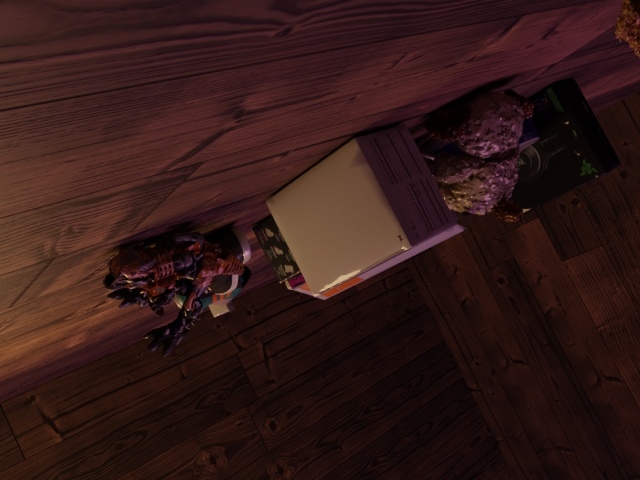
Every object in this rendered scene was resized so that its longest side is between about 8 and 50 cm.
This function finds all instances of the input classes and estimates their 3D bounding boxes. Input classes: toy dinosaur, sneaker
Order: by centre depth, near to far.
[{"bbox_3d":[-0.242,0.070,1.296,0.322,0.164,0.218,15,122,-40],"label":"toy dinosaur"},{"bbox_3d":[-0.248,0.063,1.552,0.147,0.104,0.296,-23,169,-24],"label":"sneaker"},{"bbox_3d":[-0.280,0.108,1.923,0.121,0.108,0.302,-42,170,16],"label":"sneaker"}]

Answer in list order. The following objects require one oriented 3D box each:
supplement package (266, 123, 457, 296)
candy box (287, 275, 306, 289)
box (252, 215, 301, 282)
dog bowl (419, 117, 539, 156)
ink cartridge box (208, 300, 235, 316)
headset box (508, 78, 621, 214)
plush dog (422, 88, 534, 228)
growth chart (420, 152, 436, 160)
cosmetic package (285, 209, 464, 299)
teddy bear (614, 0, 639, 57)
[{"bbox_3d":[0.066,-0.050,1.322,0.145,0.204,0.262,-23,175,-46],"label":"supplement package"},{"bbox_3d":[0.000,0.000,1.822,0.234,0.159,0.071,-27,176,0],"label":"candy box"},{"bbox_3d":[0.017,-0.036,1.608,0.270,0.143,0.165,-30,175,32],"label":"box"},{"bbox_3d":[0.365,-0.220,1.721,0.265,0.104,0.265,-26,176,-2],"label":"dog bowl"},{"bbox_3d":[-0.297,0.153,2.117,0.052,0.122,0.088,-27,175,4],"label":"ink cartridge box"},{"bbox_3d":[0.557,-0.226,1.828,0.283,0.246,0.131,-29,176,41],"label":"headset box"},{"bbox_3d":[0.303,-0.169,1.392,0.263,0.210,0.225,-21,129,-25],"label":"plush dog"},{"bbox_3d":[0.203,-0.146,1.634,0.172,0.021,0.237,11,164,-13],"label":"growth chart"},{"bbox_3d":[0.125,-0.016,1.988,0.453,0.161,0.230,-28,157,19],"label":"cosmetic package"},{"bbox_3d":[0.517,-0.376,0.930,0.245,0.113,0.338,-32,171,-26],"label":"teddy bear"}]
